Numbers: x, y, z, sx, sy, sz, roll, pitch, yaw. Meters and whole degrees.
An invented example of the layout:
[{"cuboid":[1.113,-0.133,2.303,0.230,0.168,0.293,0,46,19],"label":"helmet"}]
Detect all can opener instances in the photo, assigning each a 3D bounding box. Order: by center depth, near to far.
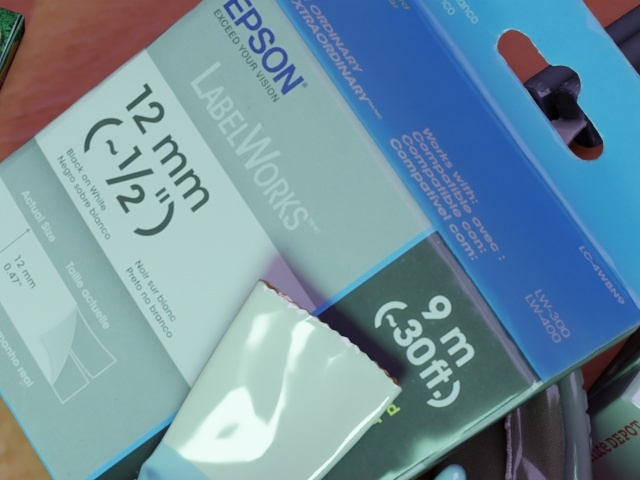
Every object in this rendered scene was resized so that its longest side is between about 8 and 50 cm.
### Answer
[{"cuboid":[0.164,-0.072,0.925,0.280,0.074,0.093,-39,115,-18],"label":"can opener"}]

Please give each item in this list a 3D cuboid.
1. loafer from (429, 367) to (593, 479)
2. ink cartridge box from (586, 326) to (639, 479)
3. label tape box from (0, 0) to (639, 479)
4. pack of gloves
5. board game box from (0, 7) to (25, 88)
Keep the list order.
[{"cuboid":[0.099,0.128,0.810,0.087,0.094,0.251,-10,82,-7],"label":"loafer"},{"cuboid":[0.246,0.109,0.832,0.176,0.128,0.127,38,69,4],"label":"ink cartridge box"},{"cuboid":[0.000,0.000,0.753,0.347,0.115,0.249,-37,78,15],"label":"label tape box"},{"cuboid":[-0.020,0.168,0.681,0.195,0.046,0.232,37,102,4],"label":"pack of gloves"},{"cuboid":[-0.276,-0.037,0.848,0.136,0.030,0.260,19,68,-1],"label":"board game box"}]
